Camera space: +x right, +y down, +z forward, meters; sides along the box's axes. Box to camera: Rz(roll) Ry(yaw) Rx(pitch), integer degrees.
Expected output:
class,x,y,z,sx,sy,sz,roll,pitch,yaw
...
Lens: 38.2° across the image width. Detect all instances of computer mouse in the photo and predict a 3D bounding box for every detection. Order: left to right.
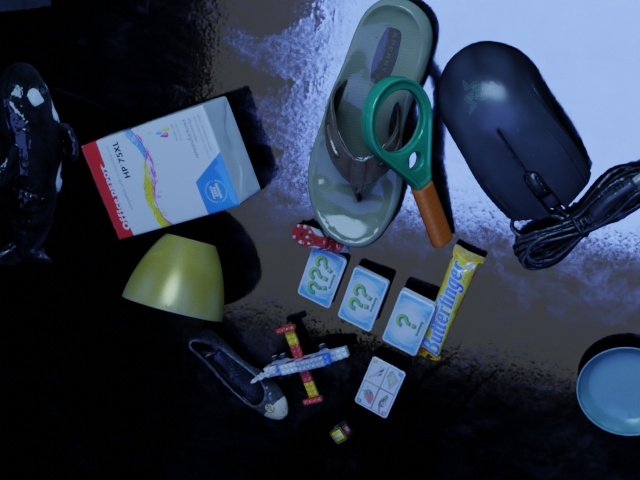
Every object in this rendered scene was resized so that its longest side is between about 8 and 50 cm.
class,x,y,z,sx,sy,sz,roll,pitch,yaw
computer mouse,0.235,-0.103,1.050,0.188,0.072,0.272,-36,94,26

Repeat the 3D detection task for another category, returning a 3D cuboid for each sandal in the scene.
class,x,y,z,sx,sy,sz,roll,pitch,yaw
sandal,0.049,-0.134,1.090,0.120,0.086,0.302,15,111,11

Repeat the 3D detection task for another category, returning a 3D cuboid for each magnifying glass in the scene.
class,x,y,z,sx,sy,sz,roll,pitch,yaw
magnifying glass,0.109,-0.086,1.074,0.026,0.092,0.231,22,146,50

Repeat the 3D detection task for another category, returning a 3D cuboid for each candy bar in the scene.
class,x,y,z,sx,sy,sz,roll,pitch,yaw
candy bar,0.160,0.081,1.166,0.040,0.018,0.161,23,113,9

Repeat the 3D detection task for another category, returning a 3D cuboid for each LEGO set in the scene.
class,x,y,z,sx,sy,sz,roll,pitch,yaw
LEGO set,0.023,0.150,1.208,0.183,0.060,0.244,27,114,15

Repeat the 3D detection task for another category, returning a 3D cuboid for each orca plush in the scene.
class,x,y,z,sx,sy,sz,roll,pitch,yaw
orca plush,-0.424,-0.090,1.248,0.151,0.102,0.287,24,114,9

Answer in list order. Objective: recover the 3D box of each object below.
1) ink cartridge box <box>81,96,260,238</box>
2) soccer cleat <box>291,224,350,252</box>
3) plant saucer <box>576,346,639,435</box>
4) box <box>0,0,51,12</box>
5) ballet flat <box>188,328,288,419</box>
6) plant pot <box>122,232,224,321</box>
class,x,y,z,sx,sy,sz,roll,pitch,yaw
ink cartridge box,-0.211,-0.087,1.195,0.231,0.078,0.134,-15,103,22
soccer cleat,0.000,0.000,1.185,0.083,0.036,0.029,15,85,33
plant saucer,0.374,0.181,1.129,0.119,0.021,0.119,6,110,16
box,-0.541,-0.432,1.129,0.344,0.179,0.312,3,108,17
ballet flat,-0.116,0.189,1.273,0.173,0.049,0.057,41,111,1
plant pot,-0.182,0.045,1.215,0.134,0.134,0.095,15,87,13
